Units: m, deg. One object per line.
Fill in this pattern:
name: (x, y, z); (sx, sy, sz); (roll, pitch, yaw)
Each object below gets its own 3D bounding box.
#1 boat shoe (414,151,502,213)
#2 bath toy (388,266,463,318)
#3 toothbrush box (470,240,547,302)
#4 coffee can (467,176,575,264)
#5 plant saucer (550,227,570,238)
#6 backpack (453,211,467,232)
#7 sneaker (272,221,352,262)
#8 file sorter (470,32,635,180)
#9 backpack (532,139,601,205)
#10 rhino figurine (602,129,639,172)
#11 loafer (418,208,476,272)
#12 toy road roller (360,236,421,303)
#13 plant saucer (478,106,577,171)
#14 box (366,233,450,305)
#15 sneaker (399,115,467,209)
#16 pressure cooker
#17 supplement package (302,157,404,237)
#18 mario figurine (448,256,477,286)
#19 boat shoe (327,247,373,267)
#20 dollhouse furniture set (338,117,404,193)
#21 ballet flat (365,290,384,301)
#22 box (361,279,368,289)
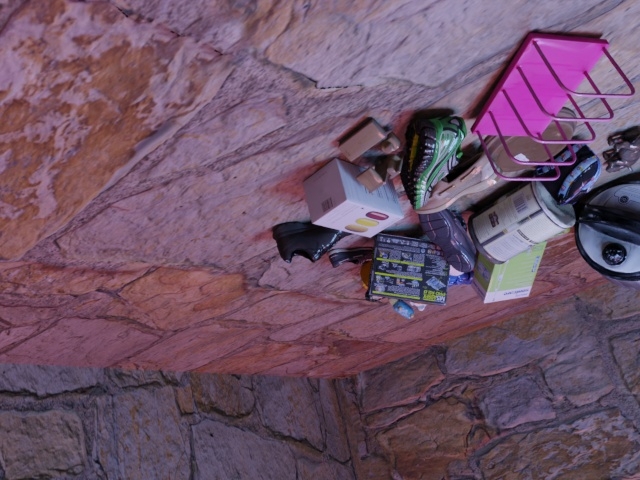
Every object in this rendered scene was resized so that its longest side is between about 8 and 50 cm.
boat shoe: (0.377, -0.169, 1.618); (0.098, 0.109, 0.302); (44, 141, -20)
bath toy: (0.433, 0.157, 2.249); (0.151, 0.129, 0.348); (41, 111, -14)
toothbrush box: (0.740, 0.096, 2.193); (0.206, 0.122, 0.283); (-8, 126, -13)
coffee can: (0.662, -0.068, 1.838); (0.202, 0.201, 0.275); (8, 148, -38)
plant saucer: (0.790, -0.066, 1.980); (0.188, 0.045, 0.188); (-20, 120, 14)
backpack: (0.455, -0.043, 1.925); (0.105, 0.084, 0.114); (-18, 149, 15)
sneaker: (0.000, 0.000, 1.733); (0.286, 0.130, 0.109); (-14, 154, -2)
file sorter: (0.523, -0.290, 1.269); (0.202, 0.182, 0.290); (-2, 147, -17)
backpack: (0.754, -0.210, 1.655); (0.117, 0.158, 0.173); (-4, 143, -39)
rhino figurine: (0.945, -0.264, 1.721); (0.106, 0.073, 0.243); (-16, 157, 12)
loafer: (0.421, -0.030, 1.823); (0.109, 0.095, 0.302); (-11, 123, 47)
toy road roller: (0.333, 0.148, 2.085); (0.203, 0.240, 0.330); (11, 146, -42)
plant saucer: (0.586, -0.272, 1.560); (0.278, 0.041, 0.278); (-12, 156, -5)
box: (0.308, 0.101, 1.915); (0.270, 0.216, 0.060); (8, 174, -3)
sneaker: (0.300, -0.195, 1.465); (0.146, 0.134, 0.343); (-12, 156, -9)
pressure cooker: (1.127, -0.016, 1.984); (0.370, 0.375, 0.420); (-26, 154, 31)
supplement package: (0.094, -0.112, 1.533); (0.244, 0.133, 0.139); (12, 146, -43)
mario figurine: (0.678, 0.127, 2.415); (0.321, 0.170, 0.198); (-2, -169, -1)
boat shoe: (0.125, 0.069, 2.021); (0.206, 0.064, 0.075); (-1, 152, -26)
dollhouse furniture set: (0.138, -0.238, 1.415); (0.151, 0.123, 0.144); (42, 128, -20)
ballet flat: (0.291, 0.216, 2.382); (0.203, 0.074, 0.074); (-20, 156, -3)
box: (0.248, 0.168, 2.342); (0.136, 0.028, 0.081); (-22, 155, 12)
